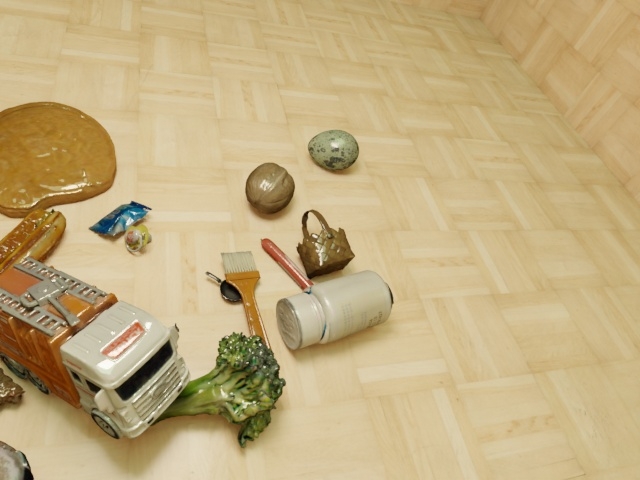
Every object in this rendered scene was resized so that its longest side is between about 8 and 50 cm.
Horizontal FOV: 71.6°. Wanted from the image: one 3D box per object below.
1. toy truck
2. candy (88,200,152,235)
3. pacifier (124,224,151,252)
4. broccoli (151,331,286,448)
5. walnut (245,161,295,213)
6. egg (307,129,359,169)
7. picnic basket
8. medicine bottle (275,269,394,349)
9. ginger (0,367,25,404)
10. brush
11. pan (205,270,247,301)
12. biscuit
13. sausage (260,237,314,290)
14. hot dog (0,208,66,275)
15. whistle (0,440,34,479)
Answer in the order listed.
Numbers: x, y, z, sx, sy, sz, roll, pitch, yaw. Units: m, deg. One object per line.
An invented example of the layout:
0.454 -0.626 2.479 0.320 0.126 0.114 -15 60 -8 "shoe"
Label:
-0.434 0.175 0.799 0.387 0.207 0.173 17 41 23 "toy truck"
-0.509 -0.057 1.131 0.088 0.038 0.136 21 46 26 "candy"
-0.449 -0.004 1.108 0.064 0.083 0.068 8 77 -63 "pacifier"
-0.199 0.322 0.893 0.275 0.177 0.198 -36 104 -8 "broccoli"
-0.146 -0.150 1.279 0.140 0.140 0.162 29 59 6 "walnut"
0.043 -0.301 1.473 0.172 0.132 0.132 8 48 2 "egg"
0.000 0.000 1.205 0.137 0.128 0.178 -14 67 -30 "picnic basket"
0.033 0.166 1.069 0.258 0.143 0.143 -12 57 -29 "medicine bottle"
-0.663 0.322 0.738 0.122 0.084 0.290 38 42 16 "ginger"
-0.168 0.156 1.066 0.090 0.017 0.314 -5 57 -26 "brush"
-0.235 0.112 1.098 0.115 0.023 0.068 31 49 3 "pan"
-0.751 -0.240 1.188 0.365 0.062 0.385 -31 67 -35 "biscuit"
-0.077 0.077 1.180 0.034 0.034 0.253 -30 66 -36 "sausage"
-0.663 0.019 0.999 0.104 0.076 0.250 6 43 11 "hot dog"
-0.504 0.443 0.666 0.348 0.189 0.189 52 51 -4 "whistle"
